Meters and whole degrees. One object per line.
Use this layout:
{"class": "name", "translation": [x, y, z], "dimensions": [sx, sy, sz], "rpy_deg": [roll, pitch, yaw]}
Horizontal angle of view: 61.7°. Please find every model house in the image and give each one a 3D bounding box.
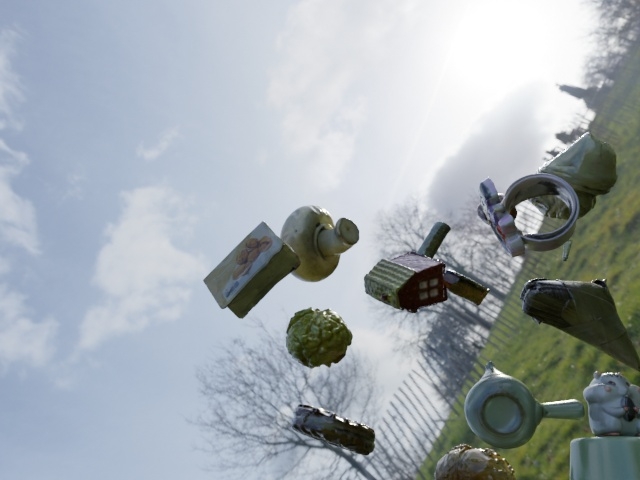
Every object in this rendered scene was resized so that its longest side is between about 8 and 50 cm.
{"class": "model house", "translation": [0.281, 0.149, 1.848], "dimensions": [0.254, 0.196, 0.160], "rpy_deg": [-12, -72, -30]}

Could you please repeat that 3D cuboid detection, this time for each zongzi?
{"class": "zongzi", "translation": [0.783, 0.257, 1.620], "dimensions": [0.289, 0.317, 0.154], "rpy_deg": [2, -50, -7]}

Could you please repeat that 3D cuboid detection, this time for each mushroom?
{"class": "mushroom", "translation": [-0.035, 0.003, 2.144], "dimensions": [0.315, 0.315, 0.356], "rpy_deg": [-46, -12, -18]}

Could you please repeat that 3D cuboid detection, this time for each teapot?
{"class": "teapot", "translation": [0.587, 0.516, 1.572], "dimensions": [0.220, 0.318, 0.149], "rpy_deg": [-67, -17, -1]}

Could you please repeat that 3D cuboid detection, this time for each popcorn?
{"class": "popcorn", "translation": [-0.011, 0.349, 1.940], "dimensions": [0.259, 0.212, 0.259], "rpy_deg": [-20, -25, -10]}

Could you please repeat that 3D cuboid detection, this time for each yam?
{"class": "yam", "translation": [0.576, 0.016, 2.765], "dimensions": [0.259, 0.093, 0.093], "rpy_deg": [-54, -29, -23]}

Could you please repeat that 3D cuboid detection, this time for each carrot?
{"class": "carrot", "translation": [0.516, 0.169, 1.927], "dimensions": [0.082, 0.173, 0.082], "rpy_deg": [-56, -15, -24]}

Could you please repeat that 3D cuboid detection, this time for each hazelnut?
{"class": "hazelnut", "translation": [0.710, -0.119, 2.160], "dimensions": [0.143, 0.154, 0.143], "rpy_deg": [-10, -61, -19]}

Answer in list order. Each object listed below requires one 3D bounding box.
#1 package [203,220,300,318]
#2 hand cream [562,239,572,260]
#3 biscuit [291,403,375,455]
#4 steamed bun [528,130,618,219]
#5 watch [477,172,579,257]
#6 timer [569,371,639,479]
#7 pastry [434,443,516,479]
{"class": "package", "translation": [-0.234, 0.117, 1.908], "dimensions": [0.311, 0.221, 0.165], "rpy_deg": [-45, -50, -3]}
{"class": "hand cream", "translation": [1.085, 0.043, 2.359], "dimensions": [0.022, 0.035, 0.102], "rpy_deg": [51, -127, -55]}
{"class": "biscuit", "translation": [0.048, 0.691, 1.955], "dimensions": [0.332, 0.332, 0.103], "rpy_deg": [59, -134, -57]}
{"class": "steamed bun", "translation": [0.792, -0.184, 1.676], "dimensions": [0.275, 0.206, 0.320], "rpy_deg": [-38, -10, 7]}
{"class": "watch", "translation": [0.584, -0.094, 1.495], "dimensions": [0.231, 0.244, 0.196], "rpy_deg": [-27, -26, 13]}
{"class": "timer", "translation": [0.838, 0.530, 1.505], "dimensions": [0.291, 0.290, 0.315], "rpy_deg": [45, -137, -59]}
{"class": "pastry", "translation": [0.589, 0.898, 2.016], "dimensions": [0.315, 0.284, 0.184], "rpy_deg": [-34, 3, 38]}
